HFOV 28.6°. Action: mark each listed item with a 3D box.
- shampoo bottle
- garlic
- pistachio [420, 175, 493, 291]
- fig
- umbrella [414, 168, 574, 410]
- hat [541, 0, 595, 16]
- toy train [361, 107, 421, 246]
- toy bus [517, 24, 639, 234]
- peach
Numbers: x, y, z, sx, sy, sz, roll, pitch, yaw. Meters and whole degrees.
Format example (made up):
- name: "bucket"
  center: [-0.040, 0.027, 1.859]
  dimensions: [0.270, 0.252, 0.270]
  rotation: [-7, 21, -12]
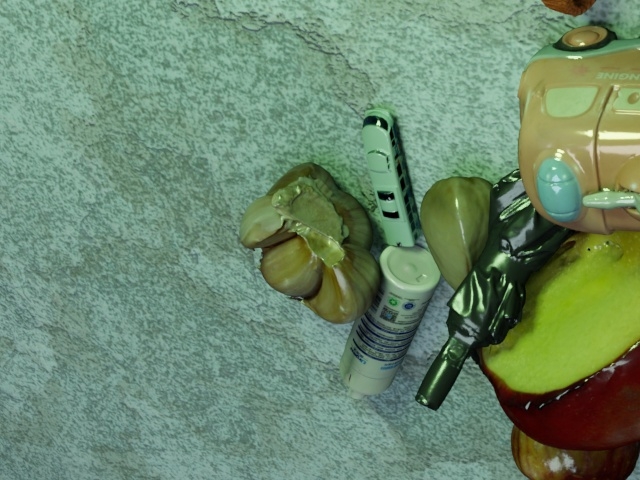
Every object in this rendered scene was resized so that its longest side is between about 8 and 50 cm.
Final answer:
- name: "shampoo bottle"
  center: [0.092, 0.135, 1.843]
  dimensions: [0.092, 0.092, 0.303]
  rotation: [29, 137, 10]
- name: "garlic"
  center: [0.000, 0.000, 1.741]
  dimensions: [0.214, 0.160, 0.191]
  rotation: [40, 153, -5]
- name: "pistachio"
  center: [0.189, -0.008, 1.639]
  dimensions: [0.108, 0.126, 0.186]
  rotation: [-12, 130, 4]
- name: "fig"
  center: [0.358, 0.241, 1.730]
  dimensions: [0.175, 0.207, 0.175]
  rotation: [11, 169, 2]
- name: "umbrella"
  center: [0.212, 0.056, 1.551]
  dimensions: [0.118, 0.340, 0.118]
  rotation: [31, 180, 0]
- name: "hat"
  center: [0.234, -0.322, 1.382]
  dimensions: [0.162, 0.093, 0.112]
  rotation: [35, 130, 31]
- name: "toy train"
  center: [0.093, -0.084, 1.689]
  dimensions: [0.043, 0.047, 0.208]
  rotation: [5, 129, 29]
- name: "toy bus"
  center: [0.341, -0.102, 1.379]
  dimensions: [0.287, 0.232, 0.194]
  rotation: [5, 131, 28]
- name: "peach"
  center: [0.374, 0.118, 1.555]
  dimensions: [0.201, 0.258, 0.361]
  rotation: [32, 122, -28]
